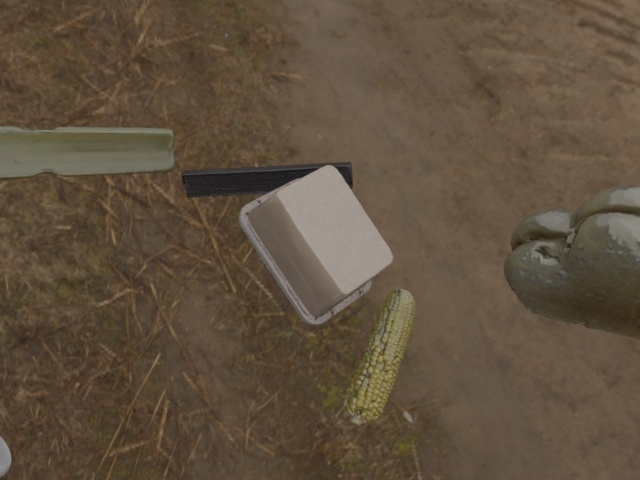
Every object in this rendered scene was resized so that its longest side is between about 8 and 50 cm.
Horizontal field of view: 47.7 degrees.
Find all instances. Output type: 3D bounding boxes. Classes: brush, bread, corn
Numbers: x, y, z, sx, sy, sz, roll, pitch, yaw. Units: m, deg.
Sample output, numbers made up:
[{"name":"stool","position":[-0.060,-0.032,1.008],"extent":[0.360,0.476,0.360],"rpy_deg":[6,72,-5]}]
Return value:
[{"name":"brush","position":[-0.290,-0.095,0.772],"extent":[0.282,0.048,0.054],"rpy_deg":[-7,99,-37]},{"name":"bread","position":[0.356,0.031,0.728],"extent":[0.337,0.183,0.102],"rpy_deg":[13,63,23]},{"name":"corn","position":[0.123,0.234,1.451],"extent":[0.086,0.086,0.288],"rpy_deg":[22,78,-2]}]

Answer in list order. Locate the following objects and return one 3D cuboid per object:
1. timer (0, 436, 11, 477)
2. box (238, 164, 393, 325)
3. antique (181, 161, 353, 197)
[{"name":"timer","position":[-0.645,0.404,1.318],"extent":[0.136,0.136,0.099],"rpy_deg":[-2,27,-22]},{"name":"box","position":[0.000,0.000,0.619],"extent":[0.089,0.062,0.122],"rpy_deg":[-31,87,-37]},{"name":"antique","position":[-0.060,-0.068,0.812],"extent":[0.192,0.031,0.015],"rpy_deg":[-2,27,6]}]
